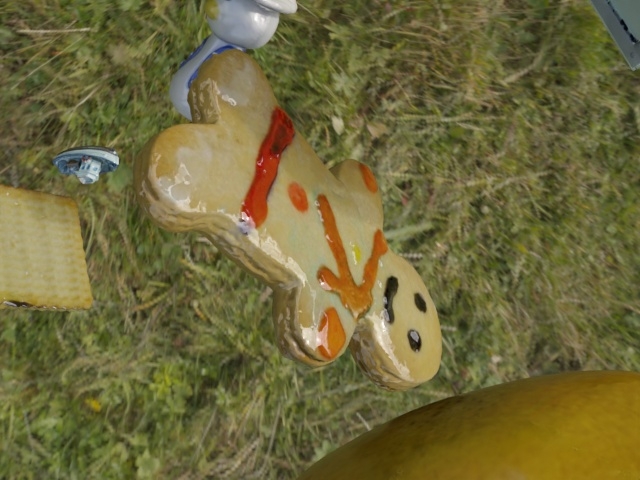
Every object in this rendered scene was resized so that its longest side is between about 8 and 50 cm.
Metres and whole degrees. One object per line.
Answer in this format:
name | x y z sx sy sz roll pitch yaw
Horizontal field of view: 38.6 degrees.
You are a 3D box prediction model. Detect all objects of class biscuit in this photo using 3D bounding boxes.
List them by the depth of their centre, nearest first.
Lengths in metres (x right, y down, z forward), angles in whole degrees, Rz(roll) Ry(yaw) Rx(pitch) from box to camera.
biscuit | 0.000 0.000 0.520 0.030 0.153 0.234 -21 123 36
biscuit | -0.406 0.010 1.189 0.029 0.254 0.172 -20 74 28

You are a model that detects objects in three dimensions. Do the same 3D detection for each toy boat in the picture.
toy boat | -0.416 -0.132 1.621 0.140 0.066 0.059 -3 148 24

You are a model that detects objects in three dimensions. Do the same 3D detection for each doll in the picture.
doll | -0.122 -0.250 1.187 0.119 0.138 0.293 17 119 -31

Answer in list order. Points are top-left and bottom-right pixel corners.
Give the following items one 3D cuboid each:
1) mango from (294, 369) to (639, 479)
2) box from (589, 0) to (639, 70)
mango | 0.100 0.173 0.423 0.317 0.173 0.211 -22 83 10
box | 0.280 -0.282 0.806 0.086 0.129 0.225 -31 89 -21
